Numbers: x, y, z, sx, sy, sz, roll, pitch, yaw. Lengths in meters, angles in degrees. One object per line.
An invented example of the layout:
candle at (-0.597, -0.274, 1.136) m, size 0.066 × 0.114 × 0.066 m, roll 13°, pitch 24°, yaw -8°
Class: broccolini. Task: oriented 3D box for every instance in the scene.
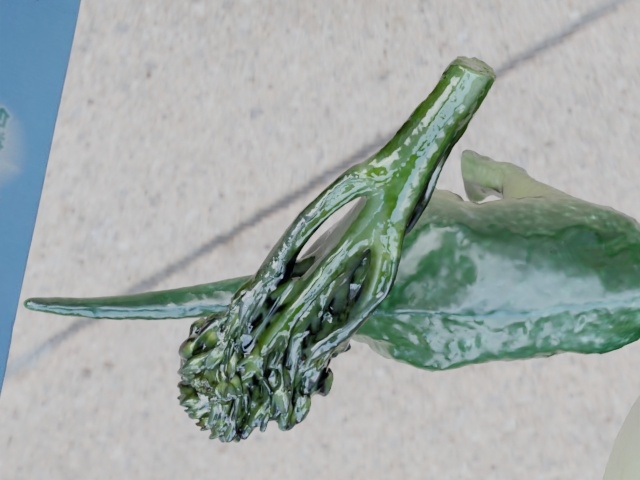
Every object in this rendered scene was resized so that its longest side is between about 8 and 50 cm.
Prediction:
broccolini at (0.010, 0.012, 0.695) m, size 0.091 × 0.068 × 0.202 m, roll 5°, pitch 138°, yaw -42°

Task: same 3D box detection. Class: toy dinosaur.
toy dinosaur at (0.111, 0.032, 0.747) m, size 0.447 × 0.301 × 0.087 m, roll -12°, pitch 110°, yaw -17°

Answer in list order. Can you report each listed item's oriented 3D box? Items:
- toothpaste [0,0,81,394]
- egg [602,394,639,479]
toothpaste at (-0.094, -0.020, 0.376) m, size 0.053 × 0.272 × 0.066 m, roll 21°, pitch 145°, yaw -23°
egg at (0.247, 0.147, 0.942) m, size 0.206 × 0.271 × 0.161 m, roll 9°, pitch 143°, yaw 32°
